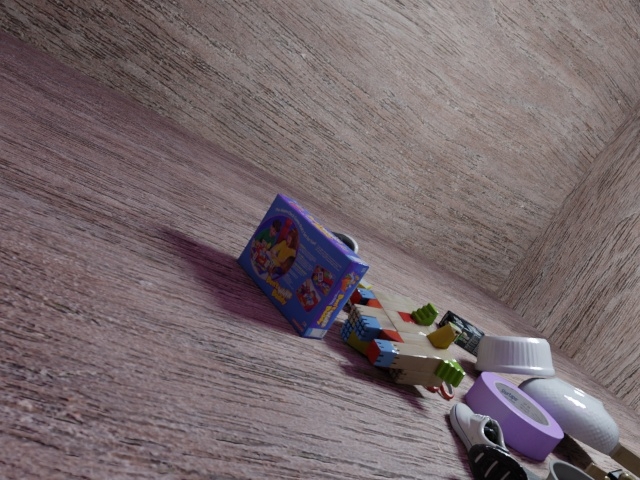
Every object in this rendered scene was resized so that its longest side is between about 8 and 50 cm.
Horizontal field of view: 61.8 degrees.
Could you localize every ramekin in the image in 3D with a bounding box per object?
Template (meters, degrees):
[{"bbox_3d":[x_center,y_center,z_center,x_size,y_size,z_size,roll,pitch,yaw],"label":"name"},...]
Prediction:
[{"bbox_3d":[0.689,0.409,1.903,0.273,0.127,0.273,3,-10,1],"label":"ramekin"}]

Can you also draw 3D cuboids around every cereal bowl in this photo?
[{"bbox_3d":[0.821,0.554,1.768,0.339,0.141,0.339,28,-1,0],"label":"cereal bowl"}]

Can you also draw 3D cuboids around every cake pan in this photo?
[{"bbox_3d":[0.677,0.668,1.309,0.293,0.054,0.293,31,12,-7],"label":"cake pan"}]

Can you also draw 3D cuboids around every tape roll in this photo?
[{"bbox_3d":[0.568,0.513,1.578,0.275,0.090,0.275,32,12,-8],"label":"tape roll"}]

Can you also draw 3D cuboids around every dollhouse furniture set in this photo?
[{"bbox_3d":[0.860,0.660,1.586,0.144,0.151,0.123,35,11,5],"label":"dollhouse furniture set"}]

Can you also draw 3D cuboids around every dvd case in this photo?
[{"bbox_3d":[0.995,0.791,1.664,0.253,0.022,0.180,26,13,-50],"label":"dvd case"}]

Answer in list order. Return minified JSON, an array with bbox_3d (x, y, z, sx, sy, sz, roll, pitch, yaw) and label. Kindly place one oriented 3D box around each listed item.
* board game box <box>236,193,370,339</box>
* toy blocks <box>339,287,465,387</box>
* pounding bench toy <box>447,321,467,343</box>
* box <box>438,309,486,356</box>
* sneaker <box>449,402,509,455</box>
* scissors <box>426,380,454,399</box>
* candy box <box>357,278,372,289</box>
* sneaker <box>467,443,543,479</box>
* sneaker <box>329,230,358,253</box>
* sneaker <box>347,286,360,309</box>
[{"bbox_3d":[-0.058,0.062,1.423,0.078,0.233,0.347,19,18,-48],"label":"board game box"},{"bbox_3d":[0.182,0.257,1.472,0.261,0.190,0.381,13,25,-25],"label":"toy blocks"},{"bbox_3d":[0.521,0.371,2.086,0.083,0.065,0.052,32,11,-3],"label":"pounding bench toy"},{"bbox_3d":[0.586,0.382,2.186,0.180,0.077,0.147,33,12,-1],"label":"box"},{"bbox_3d":[0.393,0.466,1.298,0.094,0.091,0.258,30,12,-13],"label":"sneaker"},{"bbox_3d":[0.318,0.350,1.609,0.109,0.021,0.297,21,28,-24],"label":"scissors"},{"bbox_3d":[0.102,0.130,2.072,0.206,0.027,0.105,35,13,16],"label":"candy box"},{"bbox_3d":[0.421,0.529,1.142,0.272,0.100,0.108,38,2,-3],"label":"sneaker"},{"bbox_3d":[0.000,0.000,2.094,0.296,0.104,0.147,20,5,38],"label":"sneaker"},{"bbox_3d":[0.121,0.199,1.734,0.185,0.069,0.084,41,9,39],"label":"sneaker"}]
